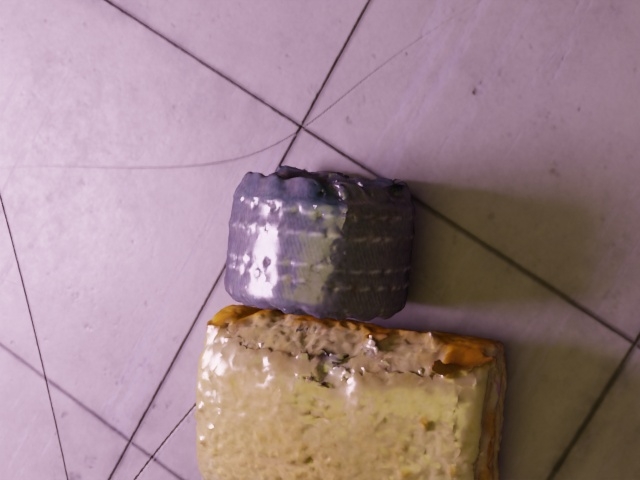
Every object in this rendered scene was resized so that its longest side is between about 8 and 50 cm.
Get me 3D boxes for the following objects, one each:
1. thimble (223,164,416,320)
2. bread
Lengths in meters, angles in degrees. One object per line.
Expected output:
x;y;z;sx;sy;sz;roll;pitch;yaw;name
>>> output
0.000;0.000;1.991;0.236;0.205;0.172;9;95;46;thimble
0.040;0.208;2.009;0.375;0.165;0.236;9;103;21;bread
